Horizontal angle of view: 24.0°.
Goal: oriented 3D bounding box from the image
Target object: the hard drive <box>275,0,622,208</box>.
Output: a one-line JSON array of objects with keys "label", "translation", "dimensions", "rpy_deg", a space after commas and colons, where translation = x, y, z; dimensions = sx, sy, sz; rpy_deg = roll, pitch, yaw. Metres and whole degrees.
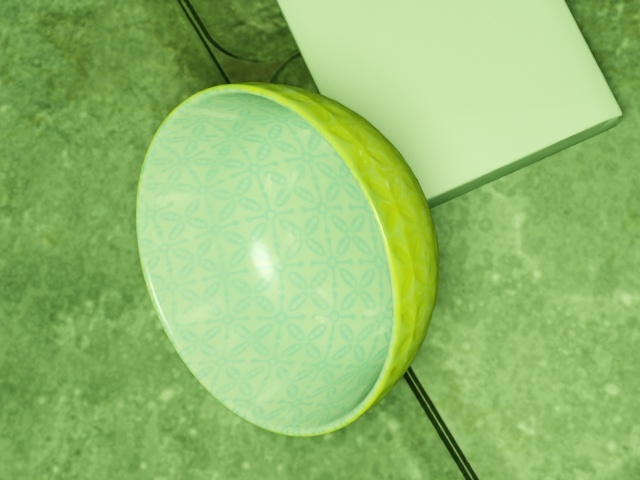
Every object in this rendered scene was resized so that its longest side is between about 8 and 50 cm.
[{"label": "hard drive", "translation": [0.088, -0.215, 1.362], "dimensions": [0.233, 0.047, 0.353], "rpy_deg": [-24, 76, -1]}]

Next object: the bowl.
[{"label": "bowl", "translation": [0.000, 0.000, 1.246], "dimensions": [0.156, 0.289, 0.289], "rpy_deg": [-22, 72, -44]}]
